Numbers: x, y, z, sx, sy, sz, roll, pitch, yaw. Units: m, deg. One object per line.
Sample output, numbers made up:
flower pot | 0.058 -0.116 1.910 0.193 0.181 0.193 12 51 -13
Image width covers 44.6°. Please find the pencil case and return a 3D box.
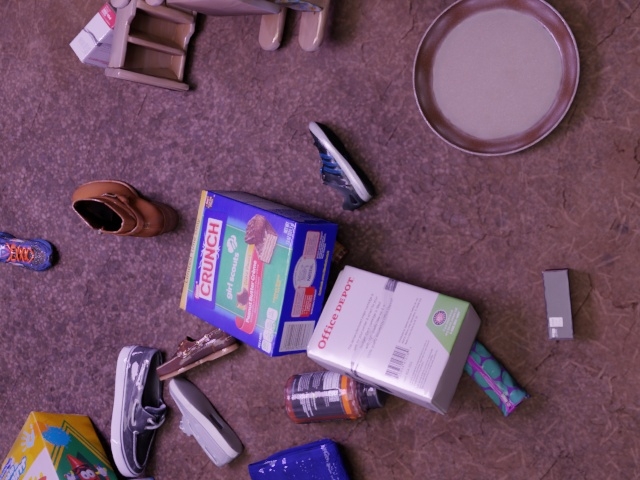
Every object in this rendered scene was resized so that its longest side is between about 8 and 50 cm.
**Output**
pencil case | 0.331 0.265 1.514 0.152 0.070 0.064 47 107 13

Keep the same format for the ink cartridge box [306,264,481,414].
ink cartridge box | 0.140 0.186 1.500 0.272 0.115 0.199 16 74 30

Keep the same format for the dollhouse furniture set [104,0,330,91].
dollhouse furniture set | -0.248 -0.431 1.548 0.394 0.362 0.257 16 99 47

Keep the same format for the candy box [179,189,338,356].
candy box | -0.134 0.055 1.589 0.317 0.122 0.268 20 102 46

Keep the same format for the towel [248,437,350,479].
towel | -0.007 0.588 1.665 0.227 0.076 0.308 -22 86 27

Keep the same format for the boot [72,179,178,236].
boot | -0.479 -0.066 1.716 0.283 0.220 0.109 22 101 18

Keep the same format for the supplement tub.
supplement tub | 0.033 0.319 1.611 0.197 0.106 0.106 -10 90 21

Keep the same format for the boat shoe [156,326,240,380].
boat shoe | -0.280 0.245 1.740 0.206 0.073 0.073 -26 91 10

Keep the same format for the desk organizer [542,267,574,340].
desk organizer | 0.449 0.119 1.470 0.047 0.050 0.130 -5 91 21

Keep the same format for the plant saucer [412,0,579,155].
plant saucer | 0.332 -0.316 1.489 0.310 0.050 0.311 1 94 21

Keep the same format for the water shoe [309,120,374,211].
water shoe | 0.024 -0.151 1.602 0.080 0.073 0.203 -39 79 21

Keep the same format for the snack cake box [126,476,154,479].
snack cake box | -0.454 0.696 1.804 0.264 0.089 0.152 -51 59 16

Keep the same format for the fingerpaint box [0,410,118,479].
fingerpaint box | -0.631 0.682 1.778 0.371 0.163 0.445 45 109 43

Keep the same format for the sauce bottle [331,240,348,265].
sauce bottle | 0.000 0.000 1.636 0.128 0.042 0.042 37 105 13

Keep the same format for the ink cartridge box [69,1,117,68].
ink cartridge box | -0.480 -0.459 1.757 0.135 0.099 0.056 -40 80 17

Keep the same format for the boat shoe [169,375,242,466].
boat shoe | -0.274 0.409 1.745 0.081 0.079 0.227 -44 82 13

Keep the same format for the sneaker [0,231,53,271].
sneaker | -0.744 0.031 1.893 0.221 0.087 0.083 8 97 20

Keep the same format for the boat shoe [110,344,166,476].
boat shoe | -0.404 0.392 1.784 0.102 0.108 0.302 1 87 22
